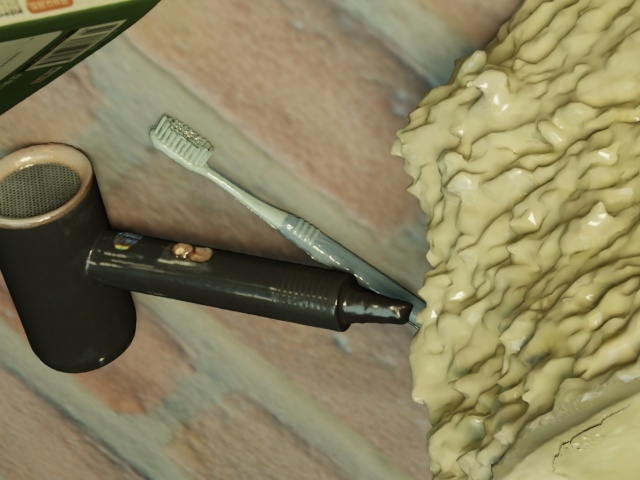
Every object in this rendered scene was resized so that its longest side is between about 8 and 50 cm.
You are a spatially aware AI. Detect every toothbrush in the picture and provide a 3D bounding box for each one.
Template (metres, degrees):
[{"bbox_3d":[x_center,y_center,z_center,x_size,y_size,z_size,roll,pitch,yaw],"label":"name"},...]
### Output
[{"bbox_3d":[0.000,0.000,0.993,0.219,0.016,0.019,36,131,-4],"label":"toothbrush"}]

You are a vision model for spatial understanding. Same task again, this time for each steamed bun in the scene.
[{"bbox_3d":[0.165,0.021,0.730,0.273,0.272,0.290,46,140,-18],"label":"steamed bun"}]

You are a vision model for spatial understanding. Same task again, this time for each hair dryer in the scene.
[{"bbox_3d":[-0.067,0.032,1.017,0.255,0.070,0.128,12,137,23],"label":"hair dryer"}]

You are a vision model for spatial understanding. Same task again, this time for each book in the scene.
[{"bbox_3d":[-0.228,-0.070,0.886,0.202,0.264,0.027,-25,86,44],"label":"book"}]
